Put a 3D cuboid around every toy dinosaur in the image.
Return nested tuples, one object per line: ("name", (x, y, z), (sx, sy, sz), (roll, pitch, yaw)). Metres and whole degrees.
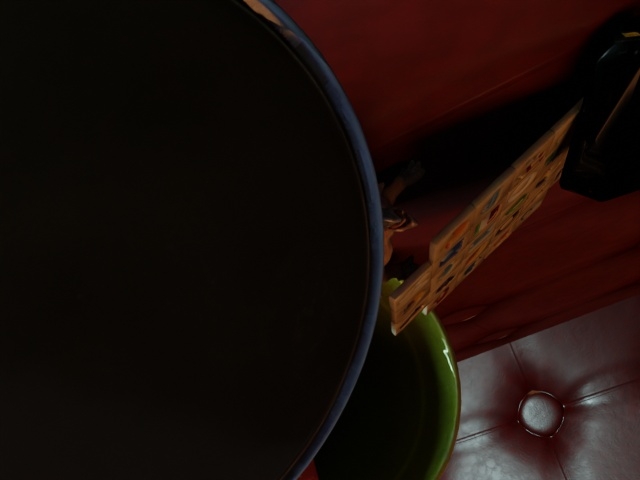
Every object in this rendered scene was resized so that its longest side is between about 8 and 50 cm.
("toy dinosaur", (0.000, 0.000, 0.726), (0.200, 0.127, 0.296), (3, 150, -43))

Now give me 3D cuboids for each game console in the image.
("game console", (0.429, -0.165, 0.711), (0.361, 0.044, 0.213), (-18, 140, -12))

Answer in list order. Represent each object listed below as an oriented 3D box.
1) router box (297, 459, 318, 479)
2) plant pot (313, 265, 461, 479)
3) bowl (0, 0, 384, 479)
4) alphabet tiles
("router box", (-0.152, 0.111, 0.642), (0.082, 0.301, 0.335), (-26, 158, 21))
("plant pot", (-0.036, 0.242, 1.070), (0.366, 0.366, 0.353), (-4, 167, -33))
("bowl", (-0.135, 0.023, 0.364), (0.391, 0.391, 0.077), (-7, -166, -27))
("alphabet tiles", (0.207, -0.024, 0.801), (0.342, 0.011, 0.285), (-42, 161, -8))
